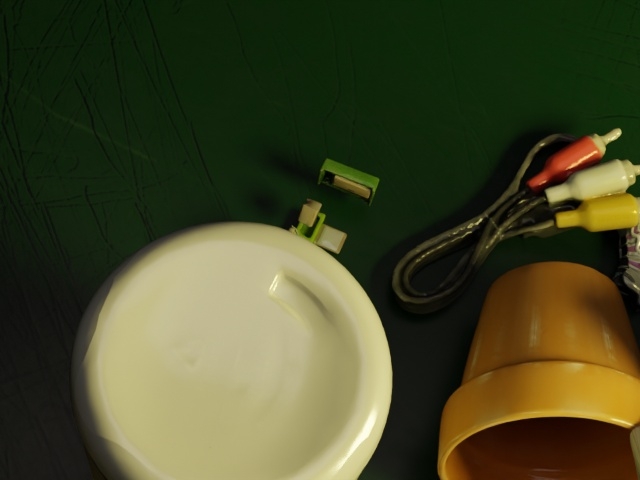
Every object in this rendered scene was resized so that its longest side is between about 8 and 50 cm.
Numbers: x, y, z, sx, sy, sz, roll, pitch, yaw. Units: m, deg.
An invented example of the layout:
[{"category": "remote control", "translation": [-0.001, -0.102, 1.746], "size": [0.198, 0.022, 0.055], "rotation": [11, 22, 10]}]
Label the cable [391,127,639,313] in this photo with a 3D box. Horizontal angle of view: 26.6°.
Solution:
[{"category": "cable", "translation": [0.190, -0.033, 1.342], "size": [0.287, 0.072, 0.139], "rotation": [-20, 60, -12]}]

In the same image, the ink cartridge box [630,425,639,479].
[{"category": "ink cartridge box", "translation": [0.411, 0.263, 1.107], "size": [0.261, 0.066, 0.296], "rotation": [-14, 112, 7]}]

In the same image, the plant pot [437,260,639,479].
[{"category": "plant pot", "translation": [0.211, 0.130, 1.227], "size": [0.205, 0.205, 0.188], "rotation": [8, 52, -3]}]

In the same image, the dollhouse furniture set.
[{"category": "dollhouse furniture set", "translation": [0.000, 0.000, 1.308], "size": [0.059, 0.076, 0.151], "rotation": [23, 67, 4]}]

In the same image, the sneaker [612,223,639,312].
[{"category": "sneaker", "translation": [0.304, 0.025, 1.349], "size": [0.069, 0.038, 0.098], "rotation": [-24, 72, -15]}]

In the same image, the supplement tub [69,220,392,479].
[{"category": "supplement tub", "translation": [-0.076, 0.144, 1.107], "size": [0.235, 0.325, 0.235], "rotation": [2, 68, -5]}]
